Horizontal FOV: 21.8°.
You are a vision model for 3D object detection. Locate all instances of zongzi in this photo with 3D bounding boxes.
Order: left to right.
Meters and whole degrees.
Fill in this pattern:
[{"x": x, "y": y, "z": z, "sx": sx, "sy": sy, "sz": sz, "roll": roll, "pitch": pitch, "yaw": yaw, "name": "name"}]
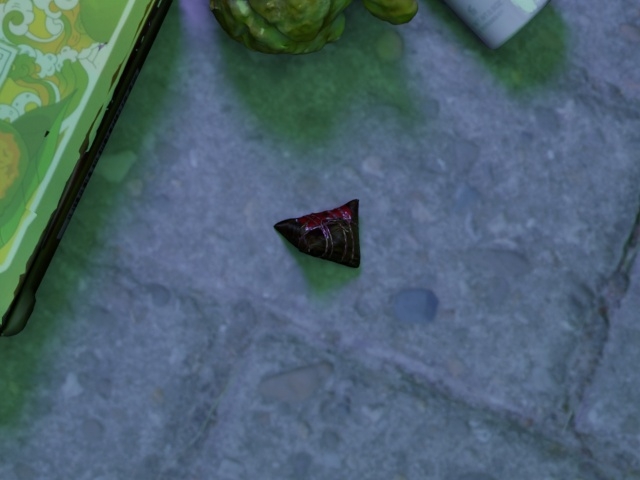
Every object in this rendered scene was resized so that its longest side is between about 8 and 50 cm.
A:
[{"x": 0.000, "y": 0.000, "z": 1.563, "sx": 0.083, "sy": 0.073, "sz": 0.067, "roll": 0, "pitch": 107, "yaw": -7, "name": "zongzi"}]

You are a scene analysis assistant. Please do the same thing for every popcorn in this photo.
[{"x": -0.011, "y": -0.250, "z": 1.502, "sx": 0.212, "sy": 0.198, "sz": 0.198, "roll": 7, "pitch": 88, "yaw": 10, "name": "popcorn"}]

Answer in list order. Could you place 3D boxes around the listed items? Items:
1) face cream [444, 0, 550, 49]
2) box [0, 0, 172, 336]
[{"x": 0.078, "y": -0.335, "z": 1.565, "sx": 0.102, "sy": 0.102, "sz": 0.345, "roll": -44, "pitch": 96, "yaw": -6, "name": "face cream"}, {"x": -0.381, "y": -0.164, "z": 1.481, "sx": 0.420, "sy": 0.138, "sz": 0.373, "roll": 26, "pitch": 86, "yaw": -7, "name": "box"}]
